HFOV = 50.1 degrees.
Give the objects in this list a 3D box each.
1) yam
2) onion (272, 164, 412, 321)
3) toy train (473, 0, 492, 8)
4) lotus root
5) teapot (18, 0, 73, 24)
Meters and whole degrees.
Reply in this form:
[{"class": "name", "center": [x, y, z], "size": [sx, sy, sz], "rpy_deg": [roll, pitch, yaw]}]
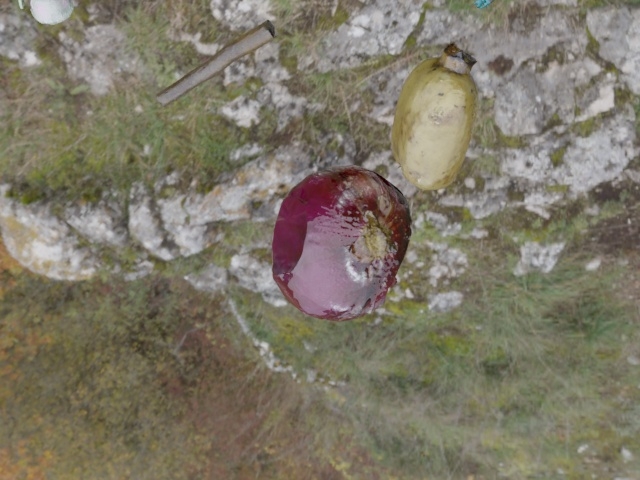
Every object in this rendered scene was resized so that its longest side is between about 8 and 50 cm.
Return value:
[{"class": "yam", "center": [-0.234, -0.383, 1.497], "size": [0.326, 0.045, 0.045], "rpy_deg": [-24, 86, 25]}, {"class": "onion", "center": [0.000, 0.000, 0.862], "size": [0.139, 0.195, 0.218], "rpy_deg": [18, 170, -32]}, {"class": "toy train", "center": [0.234, -0.475, 1.086], "size": [0.203, 0.163, 0.112], "rpy_deg": [14, 134, -40]}, {"class": "lotus root", "center": [0.212, -0.222, 1.259], "size": [0.160, 0.146, 0.284], "rpy_deg": [48, 138, 36]}, {"class": "teapot", "center": [-0.427, -0.374, 1.047], "size": [0.083, 0.064, 0.064], "rpy_deg": [3, 146, 5]}]
